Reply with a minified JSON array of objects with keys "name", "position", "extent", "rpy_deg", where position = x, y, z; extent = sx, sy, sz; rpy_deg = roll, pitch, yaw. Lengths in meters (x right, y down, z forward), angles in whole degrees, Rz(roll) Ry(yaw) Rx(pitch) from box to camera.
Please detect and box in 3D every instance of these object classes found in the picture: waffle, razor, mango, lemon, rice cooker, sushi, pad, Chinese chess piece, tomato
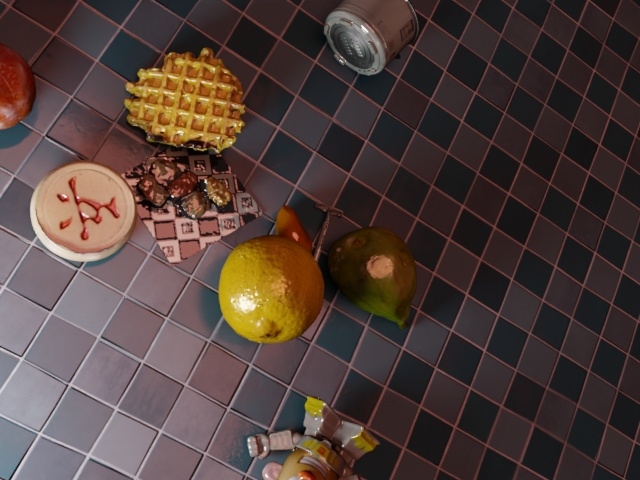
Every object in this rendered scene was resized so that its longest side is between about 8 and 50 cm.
[{"name":"waffle","position":[-0.356,-0.358,1.783],"extent":[0.312,0.060,0.307],"rpy_deg":[-23,80,-2]},{"name":"razor","position":[0.002,-0.001,1.906],"extent":[0.084,0.036,0.211],"rpy_deg":[20,72,-14]},{"name":"mango","position":[-0.083,-0.019,1.846],"extent":[0.084,0.105,0.159],"rpy_deg":[-30,78,2]},{"name":"lemon","position":[-0.124,0.124,1.708],"extent":[0.293,0.293,0.293],"rpy_deg":[4,78,-20]},{"name":"rice cooker","position":[0.154,-0.633,1.984],"extent":[0.227,0.241,0.280],"rpy_deg":[-49,132,-17]},{"name":"sushi","position":[-0.339,-0.121,1.784],"extent":[0.294,0.059,0.292],"rpy_deg":[-36,94,-24]},{"name":"pad","position":[-0.373,-0.153,1.810],"extent":[0.112,0.003,0.157],"rpy_deg":[2,79,-20]},{"name":"Chinese chess piece","position":[-0.579,-0.072,1.663],"extent":[0.250,0.103,0.249],"rpy_deg":[4,80,-22]},{"name":"tomato","position":[-0.769,-0.364,1.627],"extent":[0.155,0.181,0.214],"rpy_deg":[15,82,-36]}]

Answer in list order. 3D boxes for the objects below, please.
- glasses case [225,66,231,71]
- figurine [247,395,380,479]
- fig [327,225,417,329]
[{"name":"glasses case","position":[-0.262,-0.379,1.856],"extent":[0.040,0.078,0.184],"rpy_deg":[-5,81,-19]},{"name":"figurine","position":[-0.013,0.573,1.712],"extent":[0.285,0.343,0.167],"rpy_deg":[-52,143,-23]},{"name":"fig","position":[0.172,0.093,1.884],"extent":[0.314,0.233,0.233],"rpy_deg":[32,67,-42]}]
